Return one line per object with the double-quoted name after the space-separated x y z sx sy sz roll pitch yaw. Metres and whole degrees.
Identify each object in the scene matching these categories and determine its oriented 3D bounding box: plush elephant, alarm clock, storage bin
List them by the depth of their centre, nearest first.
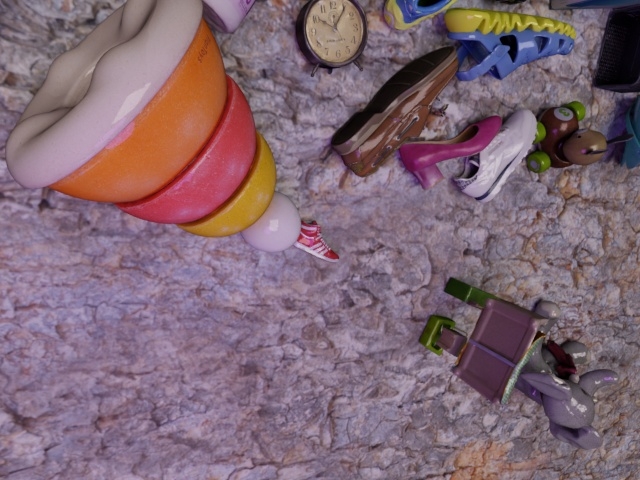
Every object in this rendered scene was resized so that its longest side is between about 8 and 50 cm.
0.018 -0.407 0.867 0.129 0.064 0.192 -12 111 -18 "alarm clock"
0.741 -0.448 1.108 0.084 0.122 0.180 3 103 -22 "storage bin"
0.620 0.363 1.208 0.330 0.255 0.272 -40 115 -7 "plush elephant"

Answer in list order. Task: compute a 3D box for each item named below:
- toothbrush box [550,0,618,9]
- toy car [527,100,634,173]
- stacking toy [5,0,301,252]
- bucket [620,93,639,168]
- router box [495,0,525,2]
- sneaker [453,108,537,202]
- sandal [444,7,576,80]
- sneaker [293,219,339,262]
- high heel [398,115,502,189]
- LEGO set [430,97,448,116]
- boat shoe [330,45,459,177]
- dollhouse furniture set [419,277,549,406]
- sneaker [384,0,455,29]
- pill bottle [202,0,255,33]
0.687 -0.577 1.000 0.295 0.216 0.126 -9 108 -18 "toothbrush box"
0.593 -0.231 1.072 0.155 0.188 0.149 -27 113 -13 "toy car"
-0.190 -0.113 0.770 0.350 0.350 0.480 -48 131 -3 "stacking toy"
0.894 -0.264 1.143 0.281 0.281 0.183 -4 105 -20 "bucket"
0.393 -0.556 0.966 0.092 0.038 0.122 -27 117 -46 "router box"
0.398 -0.204 1.064 0.095 0.090 0.235 31 90 -16 "sneaker"
0.391 -0.408 0.993 0.317 0.126 0.138 -4 120 -17 "sandal"
0.000 0.000 0.983 0.118 0.042 0.067 24 98 -23 "sneaker"
0.282 -0.226 1.021 0.244 0.082 0.117 -37 109 -2 "high heel"
0.239 -0.295 1.011 0.054 0.023 0.083 -51 129 0 "LEGO set"
0.162 -0.257 0.949 0.307 0.111 0.104 -40 119 4 "boat shoe"
0.391 0.230 1.056 0.151 0.301 0.198 24 92 -23 "dollhouse furniture set"
0.241 -0.485 0.898 0.240 0.126 0.091 -40 115 -7 "sneaker"
-0.124 -0.498 0.727 0.169 0.169 0.301 32 92 -26 "pill bottle"
